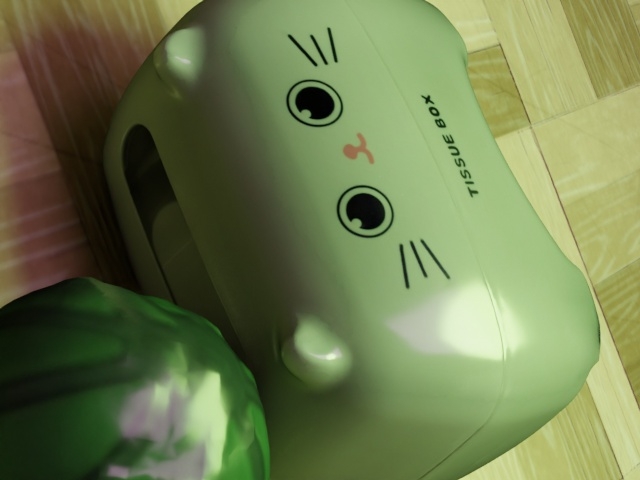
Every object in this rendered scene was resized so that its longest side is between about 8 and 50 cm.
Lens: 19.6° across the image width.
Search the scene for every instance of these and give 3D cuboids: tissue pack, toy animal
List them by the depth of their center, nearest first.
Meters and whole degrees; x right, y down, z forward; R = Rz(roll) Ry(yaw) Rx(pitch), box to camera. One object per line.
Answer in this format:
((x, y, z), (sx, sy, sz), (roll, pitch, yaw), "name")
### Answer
((-0.102, 0.181, 0.993), (0.216, 0.191, 0.338), (14, 63, -45), "toy animal")
((0.000, 0.000, 1.175), (0.236, 0.229, 0.333), (-4, 60, -41), "tissue pack")
